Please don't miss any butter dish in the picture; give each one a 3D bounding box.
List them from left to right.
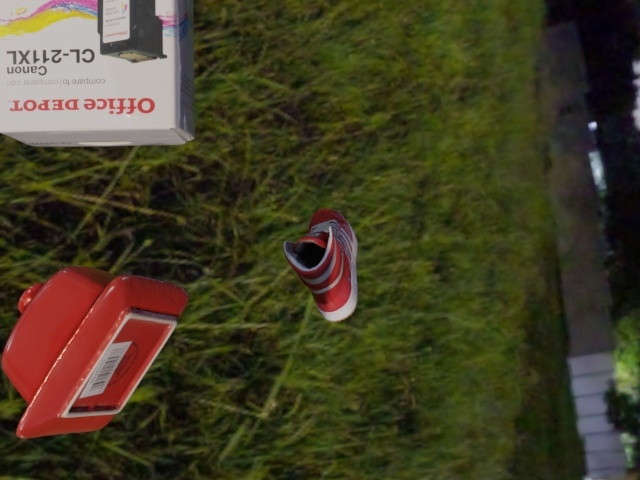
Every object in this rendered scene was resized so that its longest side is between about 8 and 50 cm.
[{"bbox_3d":[-0.217,0.080,0.785,0.160,0.118,0.160,-57,164,1],"label":"butter dish"}]

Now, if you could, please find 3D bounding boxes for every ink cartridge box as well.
[{"bbox_3d":[-0.157,-0.157,0.627,0.072,0.127,0.175,22,67,-88],"label":"ink cartridge box"}]

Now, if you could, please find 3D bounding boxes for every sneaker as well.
[{"bbox_3d":[0.000,0.000,0.692,0.118,0.042,0.067,-98,162,-48],"label":"sneaker"}]
